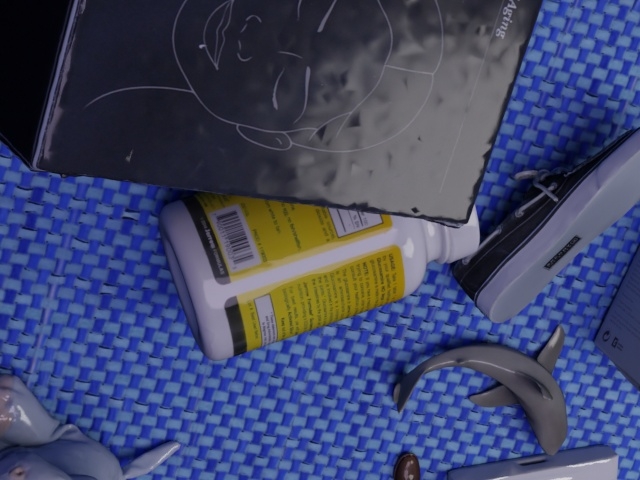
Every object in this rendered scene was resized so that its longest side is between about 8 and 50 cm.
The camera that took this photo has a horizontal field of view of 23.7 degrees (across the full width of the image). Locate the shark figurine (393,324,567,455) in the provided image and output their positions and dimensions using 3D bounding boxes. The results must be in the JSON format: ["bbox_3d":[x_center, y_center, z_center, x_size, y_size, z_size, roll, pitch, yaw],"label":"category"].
[{"bbox_3d":[0.230,0.179,1.914,0.278,0.116,0.166,19,102,-25],"label":"shark figurine"}]

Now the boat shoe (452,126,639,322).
[{"bbox_3d":[0.286,-0.040,1.849,0.306,0.105,0.113,-48,150,15],"label":"boat shoe"}]

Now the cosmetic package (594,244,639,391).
[{"bbox_3d":[0.535,0.018,1.924,0.217,0.156,0.385,16,106,-21],"label":"cosmetic package"}]

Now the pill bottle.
[{"bbox_3d":[0.000,0.000,1.726,0.334,0.188,0.188,-18,115,-10],"label":"pill bottle"}]

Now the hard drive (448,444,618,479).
[{"bbox_3d":[0.284,0.457,2.074,0.233,0.047,0.353,-7,112,-15],"label":"hard drive"}]

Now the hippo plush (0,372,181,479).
[{"bbox_3d":[-0.315,0.318,1.720,0.294,0.236,0.234,29,99,-25],"label":"hippo plush"}]

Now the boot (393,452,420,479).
[{"bbox_3d":[0.129,0.340,1.939,0.037,0.114,0.106,-7,113,-15],"label":"boot"}]

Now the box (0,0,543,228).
[{"bbox_3d":[-0.044,-0.298,1.423,0.471,0.297,0.480,7,108,-33],"label":"box"}]
